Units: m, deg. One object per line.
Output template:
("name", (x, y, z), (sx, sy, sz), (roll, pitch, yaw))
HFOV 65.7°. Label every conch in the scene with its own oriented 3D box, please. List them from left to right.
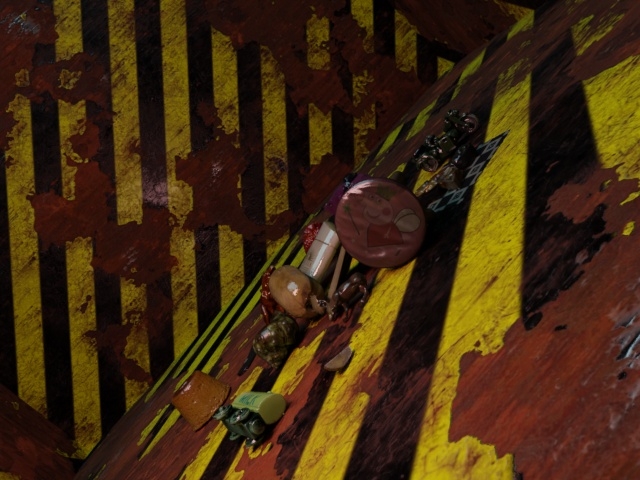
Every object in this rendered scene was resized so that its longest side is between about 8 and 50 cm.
("conch", (-0.144, 0.332, 1.666), (0.181, 0.124, 0.187), (-61, -14, -17))

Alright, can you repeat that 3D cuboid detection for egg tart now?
("egg tart", (-0.455, 0.584, 1.855), (0.202, 0.147, 0.202), (-46, 8, 8))

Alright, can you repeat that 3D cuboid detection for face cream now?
("face cream", (-0.018, 0.089, 1.933), (0.348, 0.081, 0.173), (-63, 21, -2))

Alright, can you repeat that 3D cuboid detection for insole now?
("insole", (-0.272, 0.446, 2.038), (0.110, 0.012, 0.309), (-39, 12, 29))

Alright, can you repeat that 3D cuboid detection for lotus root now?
("lotus root", (-0.098, 0.174, 1.757), (0.151, 0.169, 0.343), (-56, 26, -6))

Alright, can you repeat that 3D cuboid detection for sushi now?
("sushi", (0.422, -0.222, 1.668), (0.359, 0.064, 0.343), (-50, 11, -25))

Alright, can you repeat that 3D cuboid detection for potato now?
("potato", (0.050, 0.303, 1.226), (0.093, 0.036, 0.037), (-32, -38, -37))

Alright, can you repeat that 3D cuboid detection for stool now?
("stool", (0.196, -0.066, 1.475), (0.272, 0.272, 0.178), (-41, -3, 29))

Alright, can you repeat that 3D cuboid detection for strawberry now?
("strawberry", (0.000, 0.000, 2.180), (0.187, 0.201, 0.184), (-15, 45, 35))

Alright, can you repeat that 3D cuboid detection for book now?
("book", (0.088, 0.052, 1.671), (0.215, 0.025, 0.282), (-57, -16, -49))

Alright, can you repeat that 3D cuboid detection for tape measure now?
("tape measure", (0.155, -0.142, 1.987), (0.149, 0.232, 0.245), (-48, -8, -42))

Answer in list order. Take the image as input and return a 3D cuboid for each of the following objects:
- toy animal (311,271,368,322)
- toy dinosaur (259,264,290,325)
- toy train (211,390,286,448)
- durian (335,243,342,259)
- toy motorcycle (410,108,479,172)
("toy animal", (0.064, 0.179, 1.521), (0.214, 0.094, 0.186), (-45, 19, 12))
("toy dinosaur", (-0.200, 0.289, 2.015), (0.097, 0.208, 0.432), (-10, -40, -20))
("toy train", (-0.189, 0.473, 1.362), (0.157, 0.105, 0.253), (-37, 5, -32))
("durian", (0.109, 0.002, 1.993), (0.188, 0.091, 0.148), (-37, 14, 36))
("toy motorcycle", (0.474, -0.387, 1.930), (0.275, 0.127, 0.205), (-41, 8, 44))
